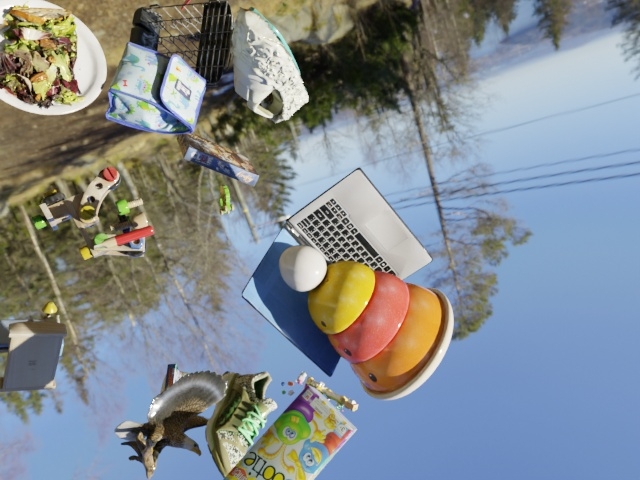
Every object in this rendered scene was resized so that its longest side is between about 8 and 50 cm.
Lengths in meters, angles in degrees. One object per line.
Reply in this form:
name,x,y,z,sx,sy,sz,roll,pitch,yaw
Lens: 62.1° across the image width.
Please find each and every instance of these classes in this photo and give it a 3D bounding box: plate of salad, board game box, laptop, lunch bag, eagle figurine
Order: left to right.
plate of salad,-0.433,-0.291,0.822,0.199,0.200,0.048,-26,-178,-39
lunch bag,-0.286,-0.262,0.943,0.151,0.129,0.096,17,146,-18
board game box,-0.574,0.603,2.070,0.035,0.136,0.201,-4,-131,-1
eagle figurine,-0.417,0.540,1.559,0.226,0.225,0.298,-24,-165,38
board game box,-0.326,-0.263,1.691,0.243,0.042,0.165,20,-159,-33
board game box,-0.063,0.486,1.212,0.275,0.144,0.142,-47,162,-9
laptop,0.066,0.094,1.468,0.407,0.382,0.236,-35,-154,16

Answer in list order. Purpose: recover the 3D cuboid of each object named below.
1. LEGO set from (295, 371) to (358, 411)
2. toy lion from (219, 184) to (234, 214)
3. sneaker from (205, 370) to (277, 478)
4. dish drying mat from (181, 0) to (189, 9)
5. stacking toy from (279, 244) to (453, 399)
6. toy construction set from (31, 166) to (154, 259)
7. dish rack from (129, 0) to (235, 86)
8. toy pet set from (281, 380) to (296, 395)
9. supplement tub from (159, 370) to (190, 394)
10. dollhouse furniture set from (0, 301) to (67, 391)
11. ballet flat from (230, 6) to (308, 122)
LEGO set,0.011,0.679,2.272,0.107,0.287,0.132,-57,171,-23
toy lion,-0.333,-0.144,1.849,0.034,0.096,0.100,-13,177,-25
sneaker,-0.224,0.531,1.596,0.182,0.158,0.410,-23,-149,10
dish drying mat,-0.310,-0.582,1.271,0.083,0.008,0.032,-10,-128,52
stacking toy,0.081,0.170,1.425,0.350,0.479,0.351,-46,-161,21
toy construction set,-0.579,-0.034,1.339,0.237,0.258,0.308,-21,-158,-27
dish rack,-0.301,-0.413,1.150,0.271,0.209,0.074,4,175,21
toy pet set,-0.077,0.579,1.962,0.114,0.122,0.065,-10,172,33
supplement tub,-0.569,0.639,2.267,0.199,0.144,0.144,19,178,-21
dollhouse furniture set,-0.874,0.248,1.504,0.286,0.198,0.303,7,-154,-35
ballet flat,-0.110,-0.333,1.120,0.146,0.147,0.409,-16,175,7
